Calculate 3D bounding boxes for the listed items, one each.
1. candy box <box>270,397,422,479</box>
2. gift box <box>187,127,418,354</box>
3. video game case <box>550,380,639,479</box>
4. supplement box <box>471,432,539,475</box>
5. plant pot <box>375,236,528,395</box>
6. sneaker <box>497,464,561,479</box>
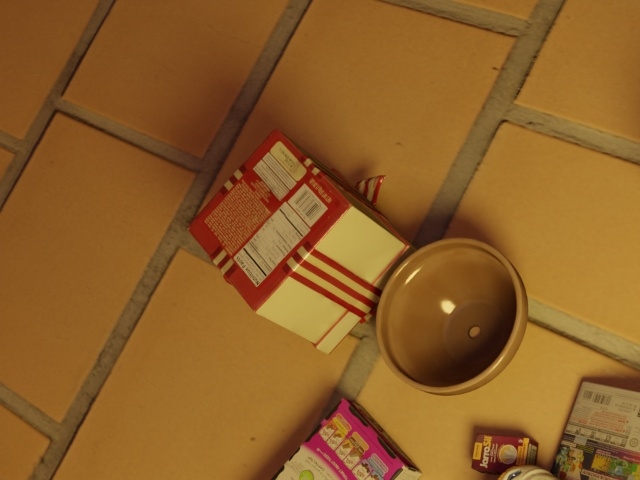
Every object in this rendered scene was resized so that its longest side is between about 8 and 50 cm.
[{"bbox_3d":[0.020,0.381,1.814,0.233,0.071,0.159,-48,53,5],"label":"candy box"},{"bbox_3d":[0.000,0.000,1.873,0.276,0.258,0.255,-43,54,9],"label":"gift box"},{"bbox_3d":[0.390,0.288,1.592,0.201,0.023,0.183,3,69,64],"label":"video game case"},{"bbox_3d":[0.265,0.309,1.706,0.083,0.043,0.055,-1,71,33],"label":"supplement box"},{"bbox_3d":[0.209,0.124,1.780,0.237,0.110,0.237,-13,63,27],"label":"plant pot"},{"bbox_3d":[0.255,0.449,1.577,0.131,0.112,0.296,15,87,60],"label":"sneaker"}]
